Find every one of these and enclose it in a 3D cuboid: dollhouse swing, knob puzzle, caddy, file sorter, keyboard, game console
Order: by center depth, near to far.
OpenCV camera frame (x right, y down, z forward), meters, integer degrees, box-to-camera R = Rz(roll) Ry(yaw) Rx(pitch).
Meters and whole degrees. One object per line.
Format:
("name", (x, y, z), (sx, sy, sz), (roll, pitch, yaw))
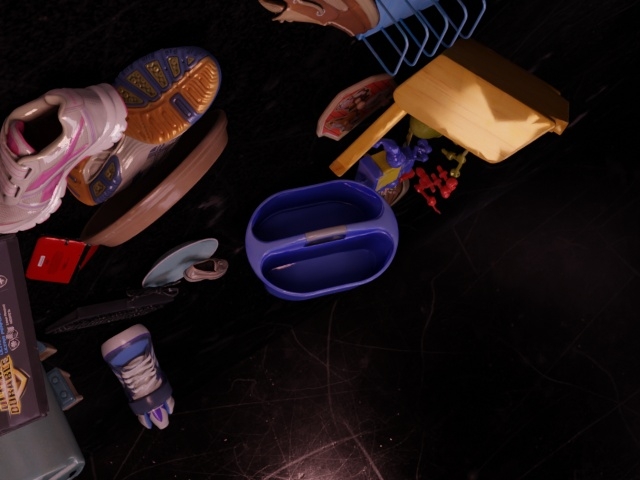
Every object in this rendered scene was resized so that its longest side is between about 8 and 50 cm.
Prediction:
("file sorter", (0.164, -0.359, 1.440), (0.170, 0.104, 0.118), (-30, 167, -20))
("game console", (-0.428, 0.005, 1.519), (0.124, 0.085, 0.144), (9, 146, -24))
("dollhouse swing", (0.243, -0.196, 1.665), (0.305, 0.315, 0.347), (-59, 177, 23))
("knob puzzle", (0.073, -0.259, 1.746), (0.213, 0.030, 0.213), (-32, 167, -8))
("keyboard", (-0.424, 0.145, 1.928), (0.201, 0.033, 0.317), (-30, 171, 26))
("caddy", (0.000, 0.000, 1.976), (0.341, 0.241, 0.179), (-13, 170, -11))

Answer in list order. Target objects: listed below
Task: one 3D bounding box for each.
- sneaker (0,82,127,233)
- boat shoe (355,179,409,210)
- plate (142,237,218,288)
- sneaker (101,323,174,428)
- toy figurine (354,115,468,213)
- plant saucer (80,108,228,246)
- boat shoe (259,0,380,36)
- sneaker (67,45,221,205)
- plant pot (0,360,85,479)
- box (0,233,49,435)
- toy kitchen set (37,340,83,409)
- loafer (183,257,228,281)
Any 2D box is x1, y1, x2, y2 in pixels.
("sneaker", (-0.362, -0.108, 1.110), (0.252, 0.103, 0.111), (-45, 160, 16))
("boat shoe", (0.109, -0.079, 2.345), (0.104, 0.111, 0.307), (-17, 149, -42))
("plate", (-0.307, 0.044, 1.927), (0.188, 0.024, 0.188), (-33, 167, -9))
("sneaker", (-0.441, 0.358, 2.258), (0.130, 0.236, 0.323), (-30, 167, -18))
("toy figurine", (0.174, -0.157, 2.040), (0.217, 0.191, 0.362), (-25, 164, -14))
("plant saucer", (-0.235, -0.086, 1.294), (0.278, 0.041, 0.278), (-36, -161, 14))
("boat shoe", (-0.026, -0.330, 1.092), (0.120, 0.122, 0.324), (-32, 160, 13))
("sneaker", (-0.233, -0.168, 1.220), (0.296, 0.112, 0.131), (-35, -179, 29))
("plant pot", (-0.584, 0.299, 1.489), (0.341, 0.334, 0.341), (-32, 168, -8))
("box", (-0.546, 0.160, 1.245), (0.073, 0.295, 0.293), (8, -161, 40))
("toy kitchen set", (-0.622, 0.312, 1.808), (0.207, 0.166, 0.122), (-34, 167, -2))
("loafer", (-0.249, 0.061, 1.986), (0.125, 0.045, 0.039), (-16, 152, -49))
